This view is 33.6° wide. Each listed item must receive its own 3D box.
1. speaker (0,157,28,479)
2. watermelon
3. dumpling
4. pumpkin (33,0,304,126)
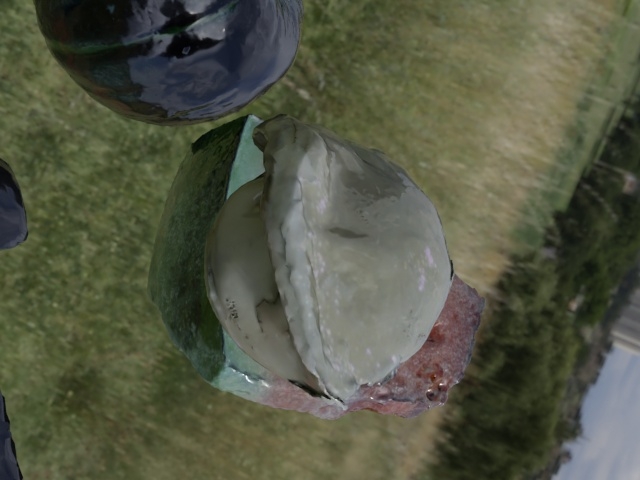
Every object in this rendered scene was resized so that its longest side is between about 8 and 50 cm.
[{"bbox_3d":[-0.208,0.092,0.277,0.184,0.232,0.254,-30,160,33],"label":"speaker"},{"bbox_3d":[0.005,0.044,0.796,0.140,0.256,0.193,-16,-123,59],"label":"watermelon"},{"bbox_3d":[0.000,0.000,0.543,0.118,0.136,0.199,-25,-166,11],"label":"dumpling"},{"bbox_3d":[-0.154,-0.248,0.995,0.315,0.238,0.315,-6,90,-77],"label":"pumpkin"}]
